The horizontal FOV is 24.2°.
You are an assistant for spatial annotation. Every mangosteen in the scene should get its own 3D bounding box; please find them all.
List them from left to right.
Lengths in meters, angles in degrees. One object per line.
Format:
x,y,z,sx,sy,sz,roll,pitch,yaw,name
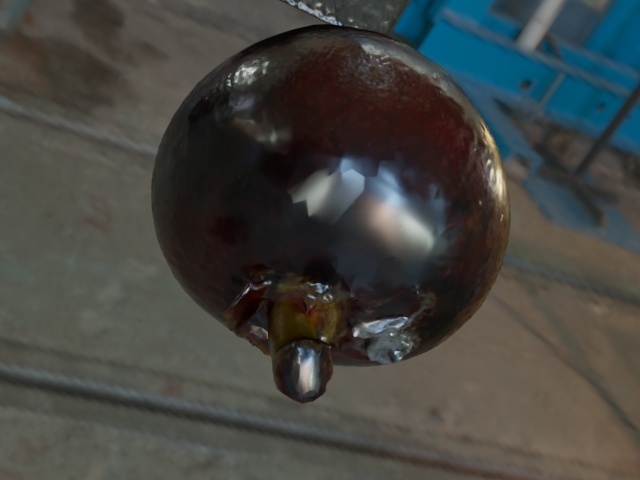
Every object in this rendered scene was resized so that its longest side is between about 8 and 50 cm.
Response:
0.000,0.000,0.948,0.235,0.235,0.261,28,46,-12,mangosteen

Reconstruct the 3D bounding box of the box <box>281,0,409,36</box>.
-0.038,-0.305,1.256,0.273,0.143,0.184,23,27,-21,box
